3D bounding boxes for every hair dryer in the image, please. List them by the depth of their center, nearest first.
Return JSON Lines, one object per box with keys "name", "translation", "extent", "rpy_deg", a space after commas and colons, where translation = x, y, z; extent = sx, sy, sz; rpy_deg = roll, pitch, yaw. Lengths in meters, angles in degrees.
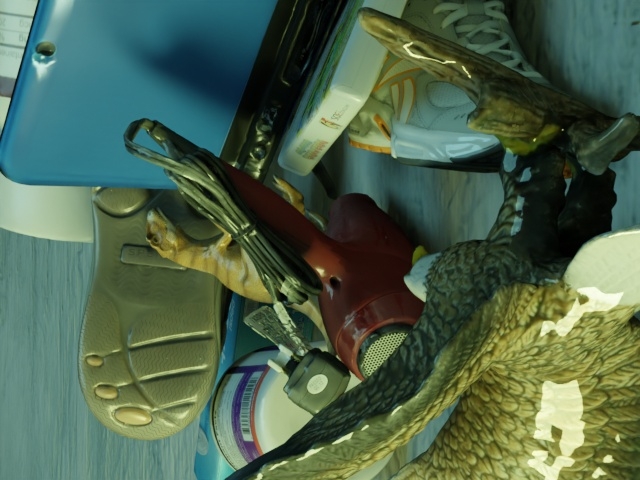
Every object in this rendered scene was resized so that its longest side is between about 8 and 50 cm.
{"name": "hair dryer", "translation": [0.000, 0.000, 1.288], "extent": [0.224, 0.080, 0.293], "rpy_deg": [58, -165, 9]}

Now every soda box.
{"name": "soda box", "translation": [-0.056, 0.120, 1.633], "extent": [0.071, 0.067, 0.210], "rpy_deg": [-123, 38, -59]}

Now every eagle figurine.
{"name": "eagle figurine", "translation": [0.076, 0.062, 1.006], "extent": [0.225, 0.226, 0.298], "rpy_deg": [-10, -57, -79]}

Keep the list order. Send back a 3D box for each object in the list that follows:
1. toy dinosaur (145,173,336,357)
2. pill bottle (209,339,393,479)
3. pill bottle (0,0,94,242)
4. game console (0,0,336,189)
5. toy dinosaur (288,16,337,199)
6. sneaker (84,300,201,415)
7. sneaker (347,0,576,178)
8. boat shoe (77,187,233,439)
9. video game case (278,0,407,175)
{"name": "toy dinosaur", "translation": [-0.031, 0.023, 1.416], "extent": [0.211, 0.112, 0.064], "rpy_deg": [27, 163, 33]}
{"name": "pill bottle", "translation": [-0.020, 0.130, 1.459], "extent": [0.193, 0.108, 0.108], "rpy_deg": [166, 104, -72]}
{"name": "pill bottle", "translation": [-0.178, -0.207, 1.640], "extent": [0.224, 0.224, 0.392], "rpy_deg": [-142, 55, -67]}
{"name": "game console", "translation": [-0.070, -0.183, 1.311], "extent": [0.250, 0.173, 0.293], "rpy_deg": [-70, 3, -51]}
{"name": "toy dinosaur", "translation": [-0.017, -0.175, 1.533], "extent": [0.118, 0.064, 0.268], "rpy_deg": [-146, 54, -61]}
{"name": "sneaker", "translation": [-0.150, 0.083, 1.814], "extent": [0.086, 0.132, 0.229], "rpy_deg": [112, 152, -48]}
{"name": "sneaker", "translation": [0.083, -0.104, 1.173], "extent": [0.262, 0.099, 0.121], "rpy_deg": [-157, 72, -69]}
{"name": "boat shoe", "translation": [-0.117, -0.023, 1.528], "extent": [0.130, 0.132, 0.355], "rpy_deg": [96, -174, -82]}
{"name": "video game case", "translation": [0.039, -0.164, 1.230], "extent": [0.206, 0.026, 0.227], "rpy_deg": [135, 158, -76]}
